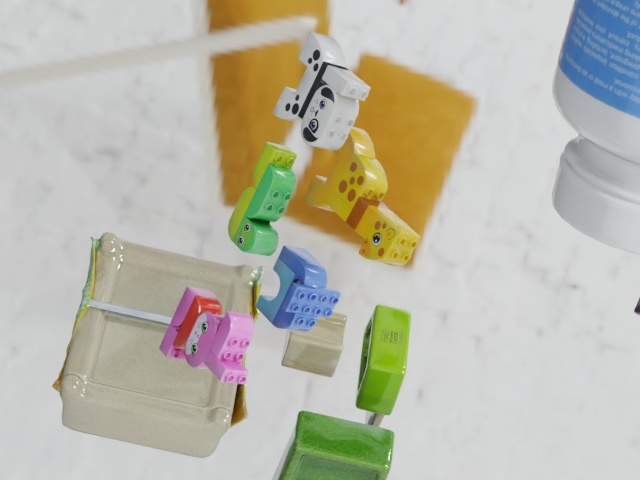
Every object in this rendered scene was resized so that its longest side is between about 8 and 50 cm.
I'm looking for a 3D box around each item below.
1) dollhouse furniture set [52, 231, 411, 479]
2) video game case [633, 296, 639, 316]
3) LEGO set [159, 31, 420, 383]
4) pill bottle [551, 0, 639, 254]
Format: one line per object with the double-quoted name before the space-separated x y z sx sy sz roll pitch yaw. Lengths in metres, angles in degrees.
"dollhouse furniture set" -0.086 0.140 1.539 0.151 0.301 0.197 109 -7 -46
"video game case" 0.424 0.002 1.617 0.042 0.232 0.210 29 84 -32
"LEGO set" 0.000 0.000 1.050 0.087 0.093 0.227 10 113 -40
"pill bottle" 0.188 -0.108 0.864 0.124 0.124 0.221 -54 160 -64
